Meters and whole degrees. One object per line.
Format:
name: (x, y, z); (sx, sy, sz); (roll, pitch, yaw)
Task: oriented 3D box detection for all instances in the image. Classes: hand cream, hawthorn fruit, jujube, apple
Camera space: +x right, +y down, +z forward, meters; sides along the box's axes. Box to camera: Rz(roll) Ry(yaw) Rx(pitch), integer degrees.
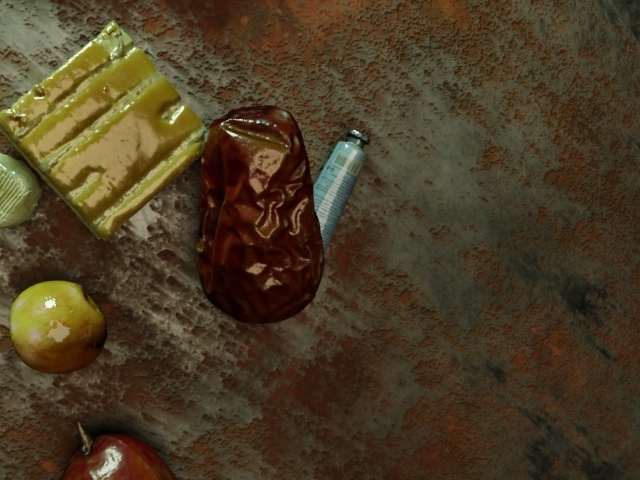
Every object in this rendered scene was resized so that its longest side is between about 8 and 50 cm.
hand cream: (0.008, -0.068, 1.163); (0.091, 0.058, 0.271); (27, 90, -8)
hawthorn fruit: (-0.329, 0.398, 1.030); (0.189, 0.189, 0.251); (-32, 91, -15)
jujube: (-0.095, -0.035, 1.017); (0.216, 0.216, 0.342); (-7, 115, -20)
apple: (-0.388, 0.131, 0.988); (0.146, 0.146, 0.146); (-2, 97, -20)

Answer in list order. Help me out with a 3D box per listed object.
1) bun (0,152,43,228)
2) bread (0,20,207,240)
bun: (-0.471, -0.075, 0.973); (0.115, 0.069, 0.115); (0, 98, 0)
bread: (-0.319, -0.166, 0.997); (0.246, 0.111, 0.239); (-42, 110, -13)
